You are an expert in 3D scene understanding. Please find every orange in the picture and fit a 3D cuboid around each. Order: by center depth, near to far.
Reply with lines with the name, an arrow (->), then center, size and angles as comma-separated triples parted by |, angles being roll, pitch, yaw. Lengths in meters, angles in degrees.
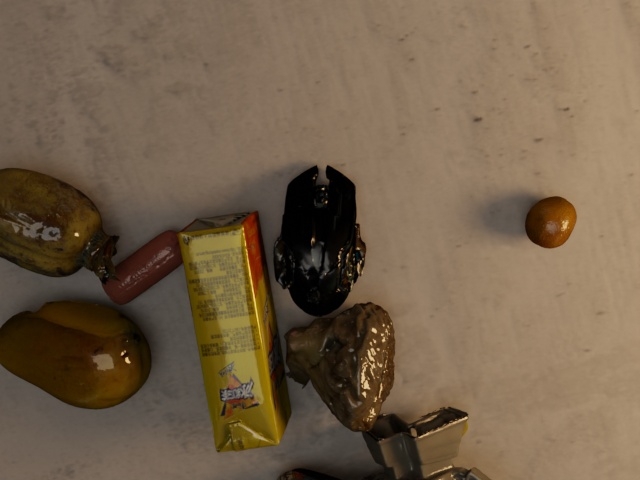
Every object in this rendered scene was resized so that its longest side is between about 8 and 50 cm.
orange -> 0.355, -0.028, 1.773 | 0.085, 0.085, 0.085 | 1, 100, 6

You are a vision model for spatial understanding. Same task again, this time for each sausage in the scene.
sausage -> -0.282, 0.043, 1.864 | 0.154, 0.062, 0.062 | -36, 95, 11

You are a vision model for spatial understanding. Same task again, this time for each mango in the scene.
mango -> -0.403, 0.182, 1.872 | 0.262, 0.130, 0.167 | 17, 107, 9

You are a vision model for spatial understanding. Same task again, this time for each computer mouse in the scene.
computer mouse -> 0.000, 0.000, 1.799 | 0.147, 0.077, 0.241 | 1, 83, -2

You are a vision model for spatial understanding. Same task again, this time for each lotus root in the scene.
lotus root -> -0.423, -0.019, 1.831 | 0.278, 0.154, 0.154 | 24, 102, 2

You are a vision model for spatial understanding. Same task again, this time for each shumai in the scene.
shumai -> 0.023, 0.197, 1.816 | 0.176, 0.166, 0.205 | 2, 74, 15

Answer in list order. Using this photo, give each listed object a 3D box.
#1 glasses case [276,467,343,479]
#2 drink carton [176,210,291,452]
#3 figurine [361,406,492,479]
glasses case -> 0.044, 0.449, 1.814 | 0.321, 0.082, 0.122 | 11, 113, 46
drink carton -> -0.132, 0.140, 1.818 | 0.111, 0.154, 0.351 | -7, 99, 8
figurine -> 0.166, 0.418, 1.842 | 0.309, 0.143, 0.308 | 13, 110, 39
